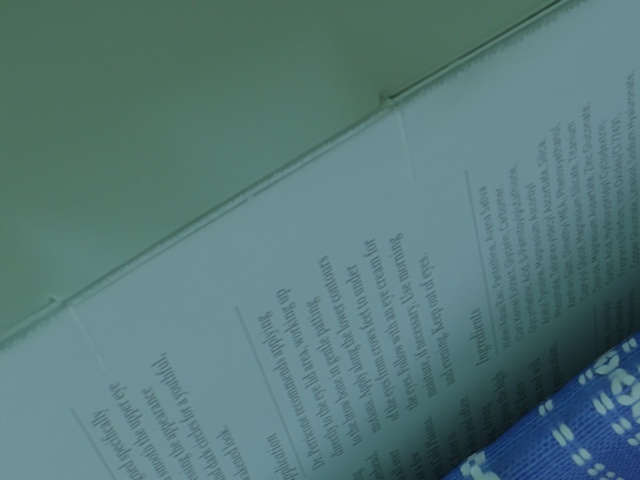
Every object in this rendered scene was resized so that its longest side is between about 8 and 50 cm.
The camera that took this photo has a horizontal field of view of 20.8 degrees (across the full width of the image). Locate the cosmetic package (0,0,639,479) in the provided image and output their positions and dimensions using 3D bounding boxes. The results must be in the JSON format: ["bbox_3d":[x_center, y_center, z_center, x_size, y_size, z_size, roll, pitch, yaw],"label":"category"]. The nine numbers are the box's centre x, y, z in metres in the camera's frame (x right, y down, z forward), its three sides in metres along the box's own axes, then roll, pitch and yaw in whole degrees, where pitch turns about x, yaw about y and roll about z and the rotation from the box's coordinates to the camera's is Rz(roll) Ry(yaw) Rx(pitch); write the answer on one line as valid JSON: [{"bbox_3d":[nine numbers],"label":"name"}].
[{"bbox_3d":[-0.009,0.065,0.485,0.097,0.284,0.377,50,167,32],"label":"cosmetic package"}]

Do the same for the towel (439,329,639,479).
[{"bbox_3d":[0.122,0.059,0.462,0.243,0.336,0.040,37,-161,-54],"label":"towel"}]
